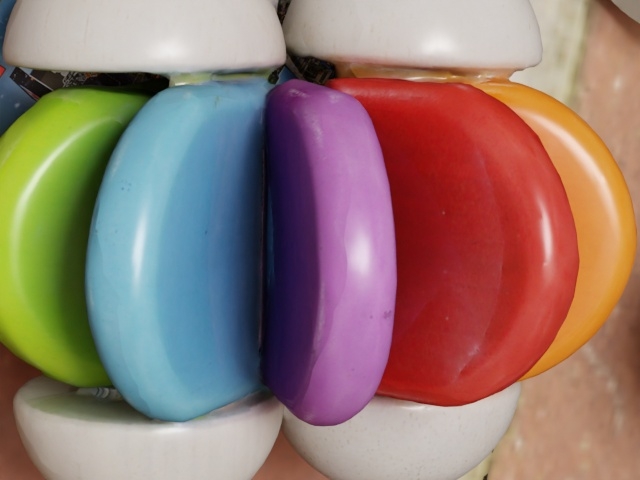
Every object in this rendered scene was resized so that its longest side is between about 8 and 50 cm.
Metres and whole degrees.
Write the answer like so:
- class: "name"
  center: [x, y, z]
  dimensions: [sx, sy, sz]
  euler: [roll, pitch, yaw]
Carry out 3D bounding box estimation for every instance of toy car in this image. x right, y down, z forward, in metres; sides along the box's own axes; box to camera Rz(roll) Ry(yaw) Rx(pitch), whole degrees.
- class: "toy car"
  center: [0.000, 0.000, 0.494]
  dimensions: [0.182, 0.136, 0.159]
  euler: [-3, 101, -24]

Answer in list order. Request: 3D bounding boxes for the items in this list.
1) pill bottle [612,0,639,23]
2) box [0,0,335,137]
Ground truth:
- class: "pill bottle"
  center: [0.145, -0.127, 0.623]
  dimensions: [0.120, 0.067, 0.067]
  euler: [-49, 114, -9]
- class: "box"
  center: [-0.080, -0.098, 0.542]
  dimensions: [0.233, 0.044, 0.159]
  euler: [34, 86, -25]
